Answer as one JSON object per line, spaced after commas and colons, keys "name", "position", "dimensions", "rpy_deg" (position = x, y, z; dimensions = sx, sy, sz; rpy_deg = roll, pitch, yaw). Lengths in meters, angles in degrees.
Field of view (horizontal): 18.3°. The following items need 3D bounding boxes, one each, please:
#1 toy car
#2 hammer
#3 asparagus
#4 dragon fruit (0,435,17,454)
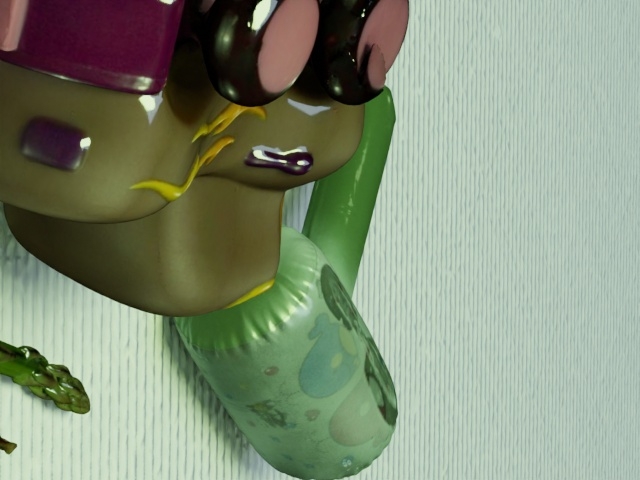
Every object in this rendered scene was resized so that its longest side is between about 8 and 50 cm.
{"name": "toy car", "position": [-0.118, -0.080, 1.105], "dimensions": [0.341, 0.271, 0.240], "rpy_deg": [-12, 122, -60]}
{"name": "hammer", "position": [0.000, 0.000, 1.474], "dimensions": [0.206, 0.119, 0.335], "rpy_deg": [64, 31, -43]}
{"name": "asparagus", "position": [-0.198, 0.068, 1.153], "dimensions": [0.236, 0.027, 0.034], "rpy_deg": [28, 45, -62]}
{"name": "dragon fruit", "position": [-0.210, 0.128, 1.070], "dimensions": [0.190, 0.094, 0.094], "rpy_deg": [-33, 120, -65]}
